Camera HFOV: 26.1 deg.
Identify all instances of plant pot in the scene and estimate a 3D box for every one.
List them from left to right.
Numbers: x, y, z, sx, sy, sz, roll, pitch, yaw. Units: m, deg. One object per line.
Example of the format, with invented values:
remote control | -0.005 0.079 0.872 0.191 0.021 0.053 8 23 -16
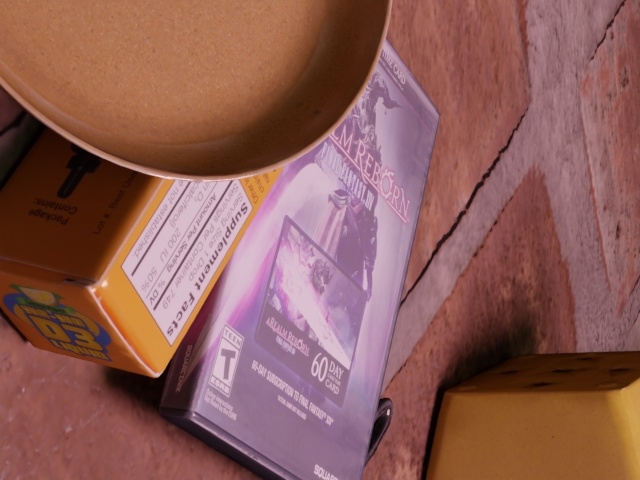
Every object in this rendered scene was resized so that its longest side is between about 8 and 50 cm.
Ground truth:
plant pot | -0.069 -0.138 0.575 0.236 0.032 0.236 9 76 -37
plant pot | 0.195 0.188 1.046 0.212 0.212 0.187 -14 97 -57

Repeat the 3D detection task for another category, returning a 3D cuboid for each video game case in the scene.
video game case | 0.000 0.000 0.786 0.196 0.026 0.274 45 54 -54

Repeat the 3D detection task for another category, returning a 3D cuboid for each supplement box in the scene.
supplement box | -0.064 -0.053 0.645 0.233 0.078 0.080 -59 146 -31

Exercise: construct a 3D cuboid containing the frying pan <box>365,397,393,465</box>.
frying pan | -0.033 0.227 0.815 0.326 0.053 0.197 -14 111 -54
